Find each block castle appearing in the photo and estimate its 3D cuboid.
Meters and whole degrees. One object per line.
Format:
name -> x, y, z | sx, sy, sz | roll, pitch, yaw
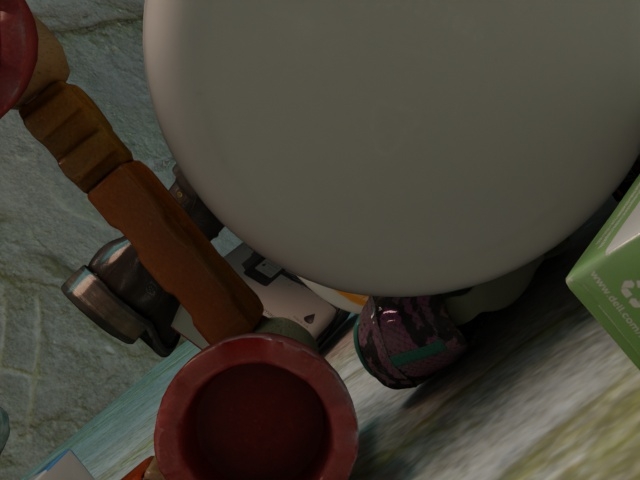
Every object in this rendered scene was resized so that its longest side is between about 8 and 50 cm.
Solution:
block castle -> -0.232, 0.117, 0.518 | 0.453, 0.303, 0.213 | -39, 4, 4

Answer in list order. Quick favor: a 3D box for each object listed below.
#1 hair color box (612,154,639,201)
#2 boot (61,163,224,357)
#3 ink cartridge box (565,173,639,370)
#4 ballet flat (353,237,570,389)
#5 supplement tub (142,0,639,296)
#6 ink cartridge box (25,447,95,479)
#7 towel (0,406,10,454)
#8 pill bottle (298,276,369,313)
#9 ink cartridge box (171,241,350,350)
hair color box -> 0.178, -0.065, 0.595 | 0.043, 0.072, 0.141 | -37, 2, -9
boot -> -0.105, -0.011, 1.012 | 0.229, 0.091, 0.263 | -49, -6, -2
ink cartridge box -> 0.201, -0.057, 0.343 | 0.235, 0.056, 0.171 | -39, 1, 39
ballet flat -> 0.095, 0.006, 0.644 | 0.079, 0.077, 0.221 | -14, 22, 35
supplement tub -> 0.033, -0.128, 0.604 | 0.228, 0.228, 0.316 | -38, 17, 11
ink cartridge box -> -0.325, 0.305, 1.182 | 0.181, 0.061, 0.104 | -37, 3, 21
towel -> -0.474, 0.343, 1.183 | 0.374, 0.090, 0.320 | -57, 4, -4
pill bottle -> 0.097, -0.073, 0.877 | 0.278, 0.162, 0.162 | -37, 3, 29
ink cartridge box -> -0.041, 0.054, 1.011 | 0.150, 0.109, 0.063 | -42, -18, -51
